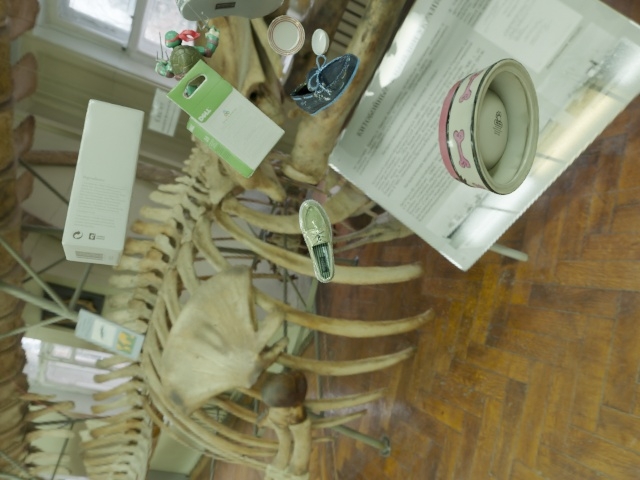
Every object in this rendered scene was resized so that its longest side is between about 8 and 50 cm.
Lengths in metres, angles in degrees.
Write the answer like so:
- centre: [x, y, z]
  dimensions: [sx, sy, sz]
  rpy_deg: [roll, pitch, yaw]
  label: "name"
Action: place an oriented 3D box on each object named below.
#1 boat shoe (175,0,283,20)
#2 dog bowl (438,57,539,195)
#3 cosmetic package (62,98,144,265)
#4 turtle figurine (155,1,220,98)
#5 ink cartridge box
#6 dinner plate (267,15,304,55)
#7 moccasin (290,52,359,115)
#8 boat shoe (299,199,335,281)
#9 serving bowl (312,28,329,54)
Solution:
- centre: [-0.296, -0.794, 1.453]
  dimensions: [0.156, 0.367, 0.136]
  rpy_deg: [63, 152, 8]
  label: "boat shoe"
- centre: [0.529, -0.349, 1.460]
  dimensions: [0.150, 0.408, 0.407]
  rpy_deg: [10, 83, 49]
  label: "dog bowl"
- centre: [-0.667, -0.169, 1.432]
  dimensions: [0.230, 0.162, 0.453]
  rpy_deg: [153, 123, -61]
  label: "cosmetic package"
- centre: [-0.301, -0.402, 1.060]
  dimensions: [0.118, 0.175, 0.234]
  rpy_deg: [-95, -14, -47]
  label: "turtle figurine"
- centre: [-0.186, -0.234, 0.903]
  dimensions: [0.109, 0.209, 0.062]
  rpy_deg: [-56, 15, -20]
  label: "ink cartridge box"
- centre: [-0.131, -0.783, 1.765]
  dimensions: [0.017, 0.141, 0.141]
  rpy_deg: [-110, 41, -68]
  label: "dinner plate"
- centre: [-0.001, -0.511, 1.524]
  dimensions: [0.342, 0.117, 0.137]
  rpy_deg: [-24, 43, 57]
  label: "moccasin"
- centre: [0.000, 0.000, 1.629]
  dimensions: [0.094, 0.109, 0.302]
  rpy_deg: [162, 93, -84]
  label: "boat shoe"
- centre: [0.005, -0.692, 1.611]
  dimensions: [0.083, 0.027, 0.083]
  rpy_deg: [24, 120, 50]
  label: "serving bowl"
